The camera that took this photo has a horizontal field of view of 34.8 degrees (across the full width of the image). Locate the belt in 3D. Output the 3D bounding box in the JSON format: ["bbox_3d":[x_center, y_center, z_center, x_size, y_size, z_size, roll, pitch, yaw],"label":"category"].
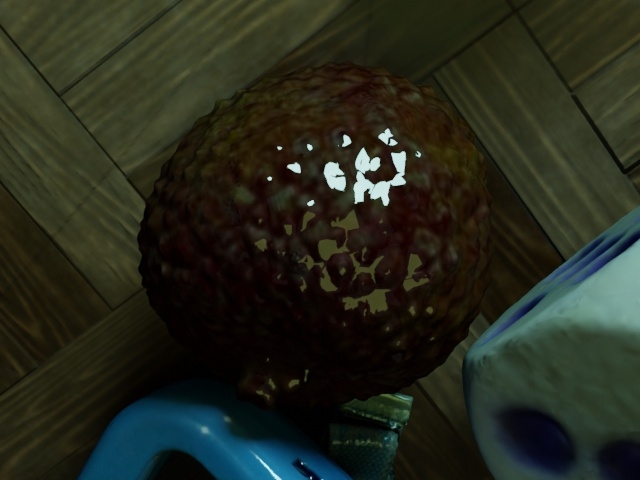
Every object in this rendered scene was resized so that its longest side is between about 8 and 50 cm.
[{"bbox_3d":[0.008,0.263,0.896,0.072,0.087,0.302,17,105,1],"label":"belt"}]

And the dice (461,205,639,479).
[{"bbox_3d":[0.280,0.104,0.736,0.259,0.243,0.251,49,140,4],"label":"dice"}]

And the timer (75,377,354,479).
[{"bbox_3d":[-0.078,0.293,0.818,0.309,0.115,0.340,41,118,16],"label":"timer"}]

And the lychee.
[{"bbox_3d":[0.000,0.000,0.743,0.260,0.260,0.261,-1,107,-3],"label":"lychee"}]
